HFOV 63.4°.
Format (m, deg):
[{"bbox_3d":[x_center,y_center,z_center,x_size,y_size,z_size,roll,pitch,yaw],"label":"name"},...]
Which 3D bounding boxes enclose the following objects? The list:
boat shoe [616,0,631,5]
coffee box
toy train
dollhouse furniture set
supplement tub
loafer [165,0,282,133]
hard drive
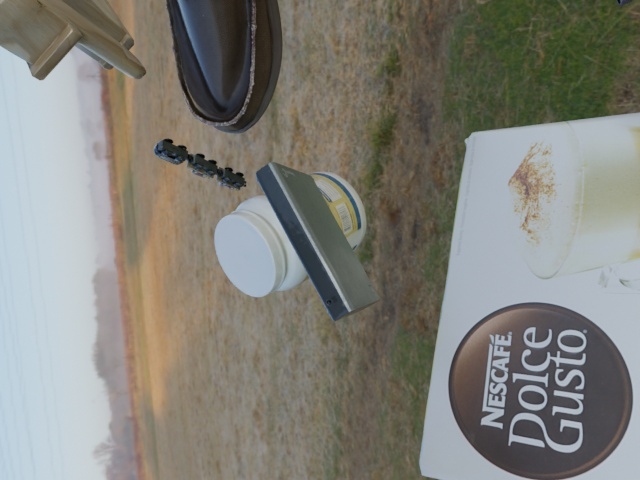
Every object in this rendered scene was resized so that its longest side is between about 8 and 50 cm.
[{"bbox_3d":[0.662,-0.665,1.175,0.092,0.285,0.103,-38,25,19],"label":"boat shoe"},{"bbox_3d":[0.328,0.107,0.514,0.334,0.338,0.337,0,66,33],"label":"coffee box"},{"bbox_3d":[-0.172,-0.106,0.758,0.036,0.158,0.027,-15,65,38],"label":"toy train"},{"bbox_3d":[-0.384,-0.148,0.537,0.303,0.355,0.174,53,-168,29],"label":"dollhouse furniture set"},{"bbox_3d":[-0.042,-0.012,0.774,0.144,0.200,0.144,20,123,35],"label":"supplement tub"},{"bbox_3d":[-0.127,-0.285,0.552,0.130,0.134,0.366,-48,-33,-51],"label":"loafer"},{"bbox_3d":[0.000,0.000,0.444,0.135,0.022,0.094,61,-163,11],"label":"hard drive"}]
